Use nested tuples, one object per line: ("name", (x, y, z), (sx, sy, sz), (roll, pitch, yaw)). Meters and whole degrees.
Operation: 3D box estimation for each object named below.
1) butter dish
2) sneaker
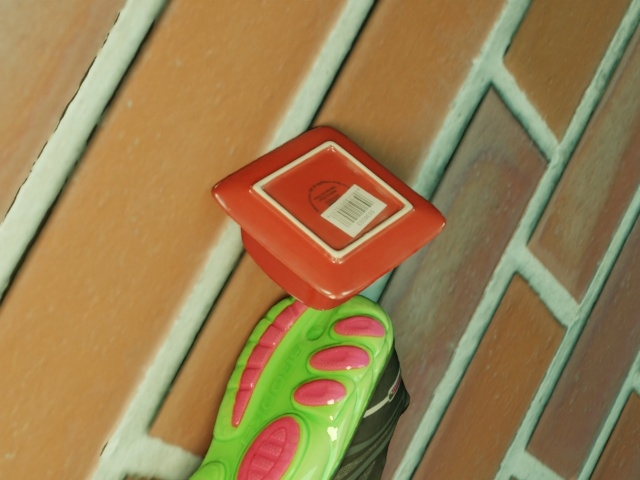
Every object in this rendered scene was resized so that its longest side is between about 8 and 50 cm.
("butter dish", (0.000, 0.000, 1.213), (0.160, 0.160, 0.118), (-33, 153, -38))
("sneaker", (-0.055, 0.275, 1.220), (0.483, 0.185, 0.202), (-54, 137, -17))
